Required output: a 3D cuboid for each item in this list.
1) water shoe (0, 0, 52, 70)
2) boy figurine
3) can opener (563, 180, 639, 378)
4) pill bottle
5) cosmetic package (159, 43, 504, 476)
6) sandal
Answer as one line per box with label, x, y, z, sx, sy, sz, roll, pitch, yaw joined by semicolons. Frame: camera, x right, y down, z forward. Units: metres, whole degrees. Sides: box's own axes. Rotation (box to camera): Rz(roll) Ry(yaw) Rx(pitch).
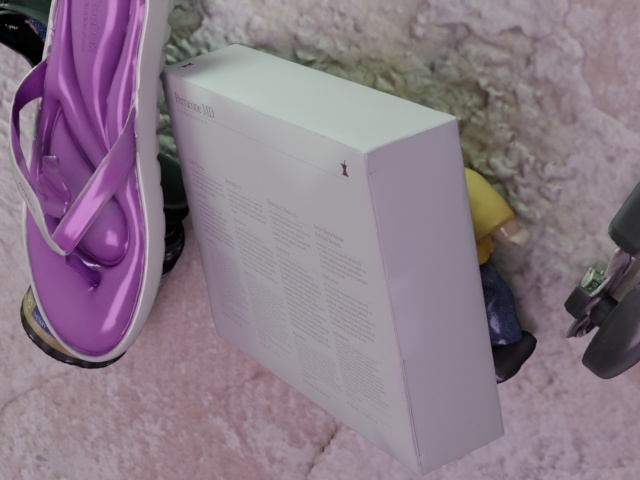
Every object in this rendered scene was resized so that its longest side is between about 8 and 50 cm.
water shoe;-0.303;-0.243;1.471;0.203;0.080;0.073;47;125;-3
boy figurine;0.106;-0.003;1.393;0.177;0.092;0.285;-13;111;34
can opener;0.297;-0.006;1.305;0.093;0.074;0.280;40;125;23
pill bottle;-0.212;0.016;1.534;0.123;0.123;0.219;35;122;6
cosmetic package;0.000;0.000;1.323;0.377;0.097;0.284;28;136;56
sandal;-0.229;-0.091;1.393;0.169;0.102;0.416;11;102;34
